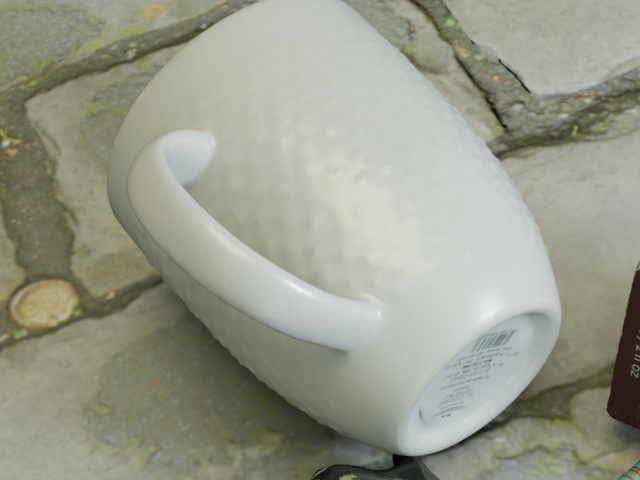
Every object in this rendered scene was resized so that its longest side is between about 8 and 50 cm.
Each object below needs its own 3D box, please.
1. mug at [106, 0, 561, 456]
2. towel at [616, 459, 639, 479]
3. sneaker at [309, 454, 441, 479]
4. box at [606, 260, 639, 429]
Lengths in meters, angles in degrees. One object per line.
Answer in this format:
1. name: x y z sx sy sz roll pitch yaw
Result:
1. mug: 0.000 0.000 1.382 0.328 0.374 0.276 48 112 28
2. towel: 0.252 0.322 1.297 0.370 0.040 0.271 -38 58 -22
3. sneaker: 0.000 0.234 1.370 0.234 0.078 0.106 -21 50 -15
4. box: 0.360 0.072 1.380 0.203 0.168 0.167 22 43 22
